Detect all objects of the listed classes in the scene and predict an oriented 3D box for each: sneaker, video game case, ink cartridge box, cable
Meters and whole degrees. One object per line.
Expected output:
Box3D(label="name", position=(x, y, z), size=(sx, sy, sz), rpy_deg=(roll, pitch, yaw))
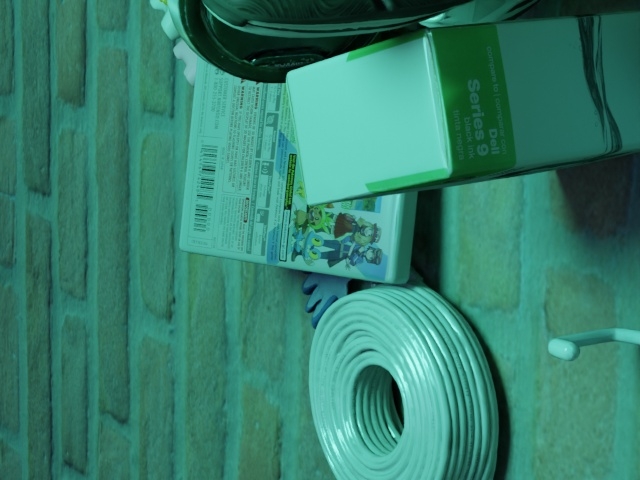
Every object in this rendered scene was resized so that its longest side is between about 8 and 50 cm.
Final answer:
Box3D(label="sneaker", position=(0.076, -0.215, 1.339), size=(0.169, 0.447, 0.257), rpy_deg=(62, 152, 15))
Box3D(label="video game case", position=(-0.018, -0.133, 1.724), size=(0.300, 0.036, 0.329), rpy_deg=(8, 93, 37))
Box3D(label="ink cartridge box", position=(0.151, -0.114, 1.359), size=(0.211, 0.289, 0.121), rpy_deg=(-10, 90, 57))
Box3D(label="cable", position=(0.085, 0.171, 1.689), size=(0.257, 0.089, 0.257), rpy_deg=(35, 124, 49))

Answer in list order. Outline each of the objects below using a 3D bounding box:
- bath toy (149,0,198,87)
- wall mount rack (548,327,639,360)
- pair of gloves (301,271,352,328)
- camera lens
Box3D(label="bath toy", position=(-0.116, -0.248, 1.911), size=(0.129, 0.151, 0.348), rpy_deg=(-31, 59, 8))
Box3D(label="wall mount rack", position=(0.313, 0.198, 1.304), size=(0.304, 0.130, 0.350), rpy_deg=(9, 103, 56))
Box3D(label="pair of gloves", position=(0.000, 0.000, 1.853), size=(0.159, 0.023, 0.198), rpy_deg=(-52, 49, 49))
Box3D(label="camera lens", position=(-0.047, -0.306, 1.574), size=(0.274, 0.219, 0.219), rpy_deg=(-100, 27, -45))
